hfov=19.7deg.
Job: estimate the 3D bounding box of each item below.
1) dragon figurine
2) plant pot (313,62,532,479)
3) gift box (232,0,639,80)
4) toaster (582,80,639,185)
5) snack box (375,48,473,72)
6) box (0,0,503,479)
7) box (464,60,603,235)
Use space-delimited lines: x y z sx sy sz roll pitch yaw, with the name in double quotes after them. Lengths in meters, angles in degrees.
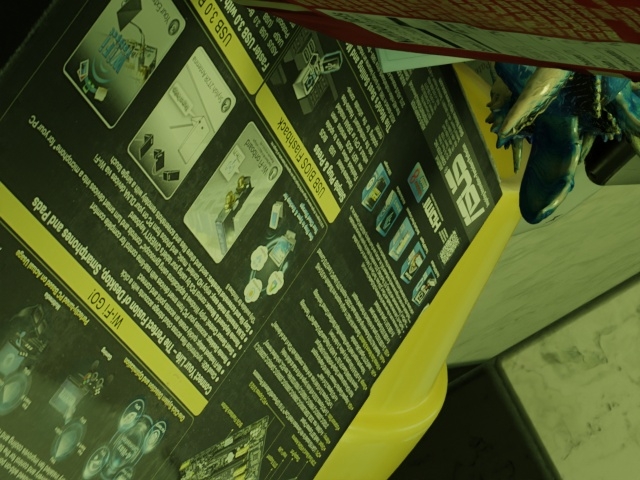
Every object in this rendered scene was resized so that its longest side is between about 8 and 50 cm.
0.109 -0.062 0.770 0.085 0.144 0.289 -23 -159 5 "dragon figurine"
0.000 0.000 1.120 0.254 0.254 0.239 -8 143 -55 "plant pot"
0.108 -0.174 0.467 0.276 0.258 0.255 8 -179 17 "gift box"
0.226 -0.137 1.120 0.110 0.168 0.185 0 164 -10 "toaster"
0.112 -0.152 0.685 0.175 0.070 0.207 -7 -144 16 "snack box"
-0.072 0.003 0.741 0.318 0.097 0.395 -58 155 -13 "box"
0.135 -0.083 1.299 0.181 0.119 0.182 -15 163 -44 "box"
